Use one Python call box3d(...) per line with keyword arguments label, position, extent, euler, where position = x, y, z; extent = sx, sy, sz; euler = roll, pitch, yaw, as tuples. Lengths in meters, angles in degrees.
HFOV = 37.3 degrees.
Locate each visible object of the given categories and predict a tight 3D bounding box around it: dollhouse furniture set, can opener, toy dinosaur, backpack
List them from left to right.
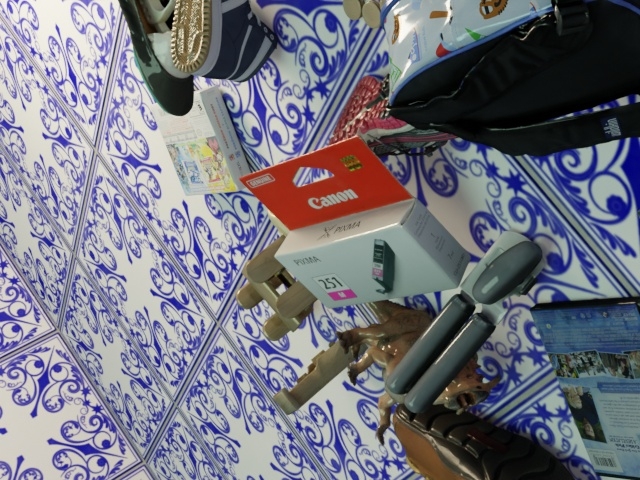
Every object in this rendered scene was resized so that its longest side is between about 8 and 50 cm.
box3d(label="dollhouse furniture set", position=(-0.066, 0.148, 1.604), extent=(0.242, 0.161, 0.212), euler=(49, 162, 5))
box3d(label="toy dinosaur", position=(0.142, 0.165, 1.399), extent=(0.127, 0.200, 0.296), euler=(60, -170, -47))
box3d(label="can opener", position=(0.182, 0.102, 1.230), extent=(0.074, 0.093, 0.280), euler=(45, 109, 31))
box3d(label="backpack", position=(0.189, -0.203, 0.903), extent=(0.263, 0.276, 0.213), euler=(-25, 61, 37))

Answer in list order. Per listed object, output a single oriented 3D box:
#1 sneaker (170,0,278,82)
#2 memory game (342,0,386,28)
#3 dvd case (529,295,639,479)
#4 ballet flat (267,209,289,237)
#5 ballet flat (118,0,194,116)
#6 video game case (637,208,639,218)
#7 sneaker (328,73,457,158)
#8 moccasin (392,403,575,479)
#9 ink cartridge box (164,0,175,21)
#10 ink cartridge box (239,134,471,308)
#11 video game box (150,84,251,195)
box3d(label="sneaker", position=(-0.130, -0.373, 1.414), extent=(0.099, 0.153, 0.282), euler=(12, 92, 36))
box3d(label="memory game", position=(0.055, -0.366, 1.227), extent=(0.186, 0.012, 0.186), euler=(35, 140, 36))
box3d(label="dvd case", position=(0.376, 0.190, 1.189), extent=(0.180, 0.022, 0.253), euler=(-11, 104, 56))
box3d(label="ballet flat", position=(0.000, 0.000, 1.524), extent=(0.248, 0.086, 0.086), euler=(36, 141, 49))
box3d(label="ballet flat", position=(-0.247, -0.328, 1.441), extent=(0.096, 0.095, 0.280), euler=(-14, 103, 43))
box3d(label="video game case", position=(0.461, 0.071, 0.975), extent=(0.196, 0.026, 0.274), euler=(-18, 98, 58))
box3d(label="sneaker", position=(0.101, -0.150, 1.242), extent=(0.112, 0.121, 0.299), euler=(28, 167, -20))
box3d(label="moccasin", position=(0.247, 0.362, 1.394), extent=(0.380, 0.139, 0.147), euler=(21, 131, 47))
box3d(label="ink cartridge box", position=(-0.203, -0.375, 1.512), extent=(0.143, 0.092, 0.090), euler=(39, 141, 30))
box3d(label="ink cartridge box", position=(0.031, -0.013, 1.302), extent=(0.239, 0.060, 0.275), euler=(44, 147, -24))
box3d(label="video game box", position=(-0.218, -0.177, 1.727), extent=(0.205, 0.048, 0.187), euler=(1, 113, 55))
